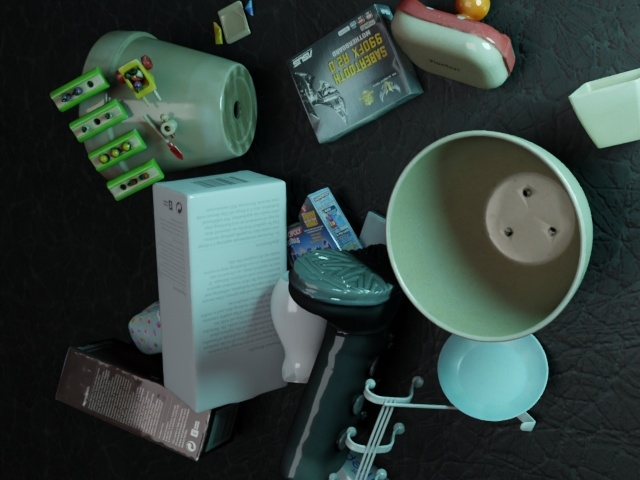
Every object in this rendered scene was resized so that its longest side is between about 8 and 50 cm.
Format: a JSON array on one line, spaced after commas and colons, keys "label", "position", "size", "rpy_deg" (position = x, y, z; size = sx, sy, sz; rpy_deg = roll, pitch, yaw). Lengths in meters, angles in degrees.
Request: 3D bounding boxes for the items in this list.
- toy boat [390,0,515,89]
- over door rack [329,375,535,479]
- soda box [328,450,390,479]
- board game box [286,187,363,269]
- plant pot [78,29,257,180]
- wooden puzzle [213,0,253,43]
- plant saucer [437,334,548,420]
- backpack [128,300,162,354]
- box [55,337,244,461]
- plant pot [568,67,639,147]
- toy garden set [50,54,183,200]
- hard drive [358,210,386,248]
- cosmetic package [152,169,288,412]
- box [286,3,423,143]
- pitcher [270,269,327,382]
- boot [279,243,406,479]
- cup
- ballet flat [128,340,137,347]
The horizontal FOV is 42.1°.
[{"label": "toy boat", "position": [0.239, -0.370, 1.438], "size": [0.231, 0.151, 0.151], "rpy_deg": [26, 82, 28]}, {"label": "over door rack", "position": [0.197, 0.383, 1.547], "size": [0.324, 0.108, 0.239], "rpy_deg": [12, 112, -14]}, {"label": "soda box", "position": [0.063, 0.508, 1.737], "size": [0.286, 0.091, 0.098], "rpy_deg": [43, 120, 20]}, {"label": "board game box", "position": [0.000, 0.000, 1.685], "size": [0.194, 0.060, 0.194], "rpy_deg": [-14, 98, 50]}, {"label": "plant pot", "position": [-0.294, -0.276, 1.732], "size": [0.280, 0.323, 0.323], "rpy_deg": [3, 101, 17]}, {"label": "wooden puzzle", "position": [-0.183, -0.463, 1.769], "size": [0.116, 0.014, 0.079], "rpy_deg": [-7, 99, 36]}, {"label": "plant saucer", "position": [0.310, 0.236, 1.501], "size": [0.195, 0.037, 0.195], "rpy_deg": [-6, 60, 11]}, {"label": "backpack", "position": [-0.360, 0.197, 1.957], "size": [0.182, 0.115, 0.152], "rpy_deg": [-17, 92, 38]}, {"label": "box", "position": [-0.384, 0.353, 1.903], "size": [0.381, 0.191, 0.143], "rpy_deg": [16, 95, 17]}, {"label": "plant pot", "position": [0.470, -0.207, 1.316], "size": [0.109, 0.109, 0.096], "rpy_deg": [-10, 105, 35]}, {"label": "toy garden set", "position": [-0.370, -0.217, 1.590], "size": [0.203, 0.049, 0.244], "rpy_deg": [-25, 110, 11]}, {"label": "hard drive", "position": [0.138, 0.012, 1.632], "size": [0.135, 0.022, 0.094], "rpy_deg": [30, 114, 27]}, {"label": "cosmetic package", "position": [-0.202, 0.098, 1.722], "size": [0.161, 0.230, 0.453], "rpy_deg": [20, 114, 51]}, {"label": "box", "position": [0.062, -0.316, 1.601], "size": [0.231, 0.056, 0.183], "rpy_deg": [-24, 85, 36]}, {"label": "pitcher", "position": [-0.033, 0.157, 1.682], "size": [0.125, 0.178, 0.207], "rpy_deg": [0, 110, 4]}, {"label": "boot", "position": [0.007, 0.239, 1.508], "size": [0.146, 0.367, 0.445], "rpy_deg": [33, 110, 29]}, {"label": "cup", "position": [0.307, -0.022, 1.378], "size": [0.331, 0.237, 0.331], "rpy_deg": [7, 103, 33]}, {"label": "ballet flat", "position": [-0.417, 0.325, 2.050], "size": [0.203, 0.074, 0.074], "rpy_deg": [46, 121, 21]}]
